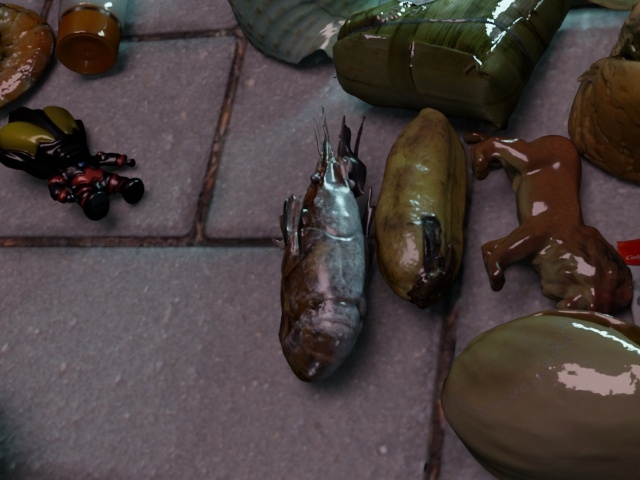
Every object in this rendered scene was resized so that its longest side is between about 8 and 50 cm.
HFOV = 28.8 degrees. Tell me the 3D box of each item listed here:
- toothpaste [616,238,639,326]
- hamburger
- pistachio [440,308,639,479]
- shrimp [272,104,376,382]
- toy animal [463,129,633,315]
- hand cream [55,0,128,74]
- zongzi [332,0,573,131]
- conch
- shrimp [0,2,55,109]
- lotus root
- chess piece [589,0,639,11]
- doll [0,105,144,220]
[{"bbox_3d":[0.349,0.077,1.324,0.048,0.031,0.190,-9,56,15],"label":"toothpaste"},{"bbox_3d":[0.416,-0.168,1.338,0.329,0.209,0.162,7,63,25],"label":"hamburger"},{"bbox_3d":[0.251,0.168,1.224,0.288,0.166,0.197,6,102,28],"label":"pistachio"},{"bbox_3d":[0.007,-0.001,1.434,0.116,0.145,0.343,8,66,-5],"label":"shrimp"},{"bbox_3d":[0.253,-0.027,1.393,0.157,0.097,0.312,-4,56,3],"label":"toy animal"},{"bbox_3d":[-0.316,-0.379,1.804,0.139,0.089,0.314,-12,50,10],"label":"hand cream"},{"bbox_3d":[0.167,-0.267,1.548,0.250,0.125,0.274,15,52,28],"label":"zongzi"},{"bbox_3d":[-0.015,-0.409,1.637,0.302,0.215,0.319,-1,59,31],"label":"conch"},{"bbox_3d":[-0.527,-0.268,1.823,0.290,0.054,0.222,26,72,26],"label":"shrimp"},{"bbox_3d":[0.116,-0.034,1.427,0.097,0.110,0.258,-17,47,35],"label":"lotus root"},{"bbox_3d":[0.414,-0.519,1.540,0.234,0.234,0.442,4,60,22],"label":"chess piece"},{"bbox_3d":[-0.340,-0.114,1.649,0.248,0.127,0.088,37,112,35],"label":"doll"}]
